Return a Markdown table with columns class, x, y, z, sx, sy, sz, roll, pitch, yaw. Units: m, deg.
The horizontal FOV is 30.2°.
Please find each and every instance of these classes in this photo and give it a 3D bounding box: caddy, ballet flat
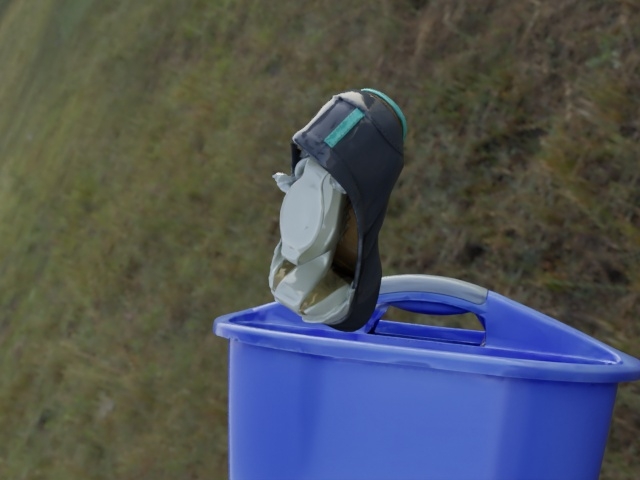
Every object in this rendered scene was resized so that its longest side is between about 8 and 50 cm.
| class | x | y | z | sx | sy | sz | roll | pitch | yaw |
| --- | --- | --- | --- | --- | --- | --- | --- | --- | --- |
| caddy | 0.080 | 0.117 | 0.947 | 0.241 | 0.341 | 0.179 | -3 | -81 | -81 |
| ballet flat | 0.000 | 0.000 | 0.679 | 0.203 | 0.074 | 0.074 | 100 | 179 | -51 |
